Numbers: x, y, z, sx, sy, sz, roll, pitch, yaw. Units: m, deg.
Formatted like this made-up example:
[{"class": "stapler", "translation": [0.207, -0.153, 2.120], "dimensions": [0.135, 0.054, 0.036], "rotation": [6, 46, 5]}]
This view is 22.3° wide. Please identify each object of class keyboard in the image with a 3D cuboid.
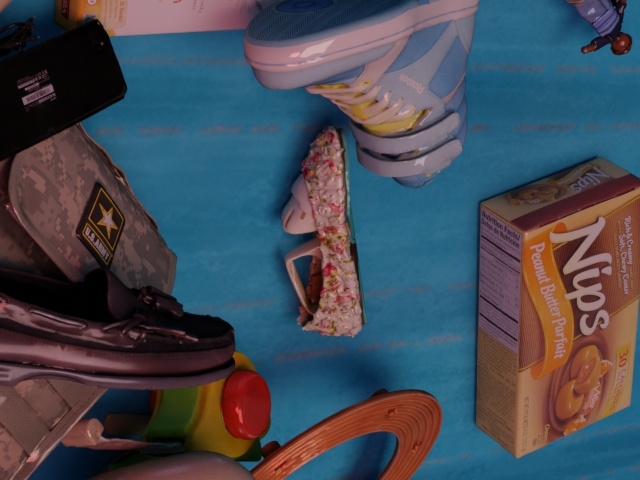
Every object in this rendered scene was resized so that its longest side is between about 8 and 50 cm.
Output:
[{"class": "keyboard", "translation": [-0.244, -0.129, 1.317], "dimensions": [0.192, 0.038, 0.100], "rotation": [-33, 113, -45]}]

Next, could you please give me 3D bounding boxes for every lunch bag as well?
[{"class": "lunch bag", "translation": [-0.266, 0.033, 1.389], "dimensions": [0.287, 0.169, 0.235], "rotation": [-48, 130, -16]}]

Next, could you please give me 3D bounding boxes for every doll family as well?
[{"class": "doll family", "translation": [0.328, -0.283, 1.734], "dimensions": [0.193, 0.076, 0.111], "rotation": [-46, 138, 0]}]

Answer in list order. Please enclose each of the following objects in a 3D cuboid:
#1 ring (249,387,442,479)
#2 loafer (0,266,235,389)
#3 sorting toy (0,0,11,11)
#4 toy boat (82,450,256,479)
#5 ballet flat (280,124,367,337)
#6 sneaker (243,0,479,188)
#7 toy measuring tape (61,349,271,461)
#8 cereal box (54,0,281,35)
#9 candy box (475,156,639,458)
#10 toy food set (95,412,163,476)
[{"class": "ring", "translation": [-0.012, 0.267, 1.740], "dimensions": [0.337, 0.032, 0.336], "rotation": [-29, 152, -17]}, {"class": "loafer", "translation": [-0.191, 0.061, 1.282], "dimensions": [0.302, 0.109, 0.095], "rotation": [4, 103, -35]}, {"class": "sorting toy", "translation": [-0.293, -0.243, 1.248], "dimensions": [0.193, 0.038, 0.208], "rotation": [-55, 141, -32]}, {"class": "toy boat", "translation": [-0.212, 0.290, 1.477], "dimensions": [0.318, 0.267, 0.148], "rotation": [-10, 81, -23]}, {"class": "ballet flat", "translation": [0.000, 0.000, 1.637], "dimensions": [0.077, 0.091, 0.241], "rotation": [-10, 119, -5]}, {"class": "sneaker", "translation": [0.049, -0.131, 1.501], "dimensions": [0.319, 0.127, 0.208], "rotation": [-25, 121, -48]}, {"class": "toy measuring tape", "translation": [-0.139, 0.150, 1.558], "dimensions": [0.121, 0.121, 0.330], "rotation": [-60, 151, 6]}, {"class": "cereal box", "translation": [-0.108, -0.268, 1.415], "dimensions": [0.240, 0.047, 0.173], "rotation": [-9, 121, -34]}, {"class": "candy box", "translation": [0.277, 0.080, 1.888], "dimensions": [0.183, 0.087, 0.316], "rotation": [-21, 125, -28]}, {"class": "toy food set", "translation": [-0.190, 0.270, 1.668], "dimensions": [0.132, 0.038, 0.192], "rotation": [5, 111, -40]}]
